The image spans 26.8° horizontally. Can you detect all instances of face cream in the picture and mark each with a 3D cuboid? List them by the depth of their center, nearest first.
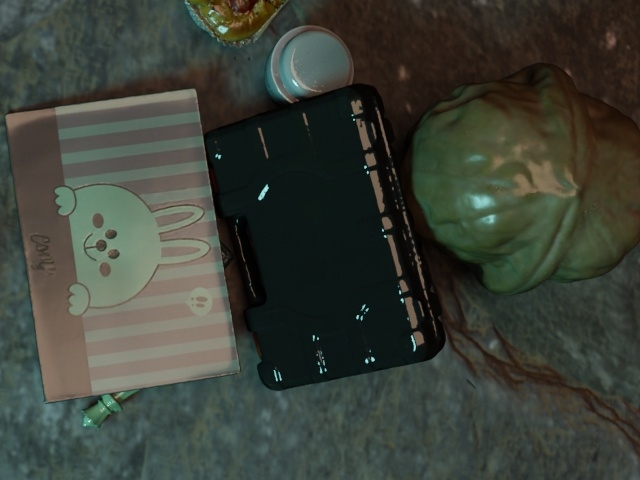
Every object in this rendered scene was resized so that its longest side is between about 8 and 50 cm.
[{"bbox_3d":[-0.015,-0.178,1.422,0.091,0.095,0.091,2,85,-18],"label":"face cream"}]

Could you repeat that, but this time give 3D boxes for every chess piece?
[{"bbox_3d":[-0.206,0.157,1.365,0.093,0.042,0.042,-40,98,-10],"label":"chess piece"}]

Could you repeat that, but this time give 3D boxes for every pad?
[{"bbox_3d":[-0.201,0.003,1.360,0.202,0.005,0.300,-8,84,-5],"label":"pad"}]

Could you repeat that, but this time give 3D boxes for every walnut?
[{"bbox_3d":[0.211,-0.063,1.397,0.273,0.273,0.227,37,81,-12],"label":"walnut"}]

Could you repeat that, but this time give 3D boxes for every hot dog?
[{"bbox_3d":[-0.068,-0.294,1.438,0.108,0.059,0.191,46,72,-14],"label":"hot dog"}]

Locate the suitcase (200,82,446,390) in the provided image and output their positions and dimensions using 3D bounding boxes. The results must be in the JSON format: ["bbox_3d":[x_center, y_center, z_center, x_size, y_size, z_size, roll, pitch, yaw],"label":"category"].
[{"bbox_3d":[0.000,0.000,1.369,0.066,0.206,0.285,-15,91,-61],"label":"suitcase"}]

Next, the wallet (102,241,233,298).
[{"bbox_3d":[-0.161,0.032,1.394,0.088,0.026,0.129,46,74,-10],"label":"wallet"}]
